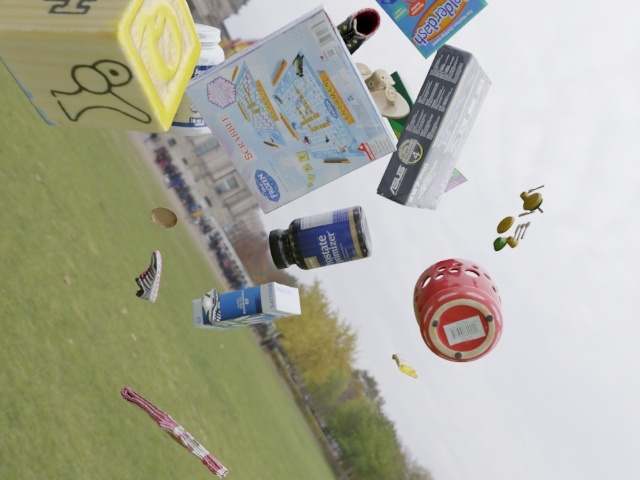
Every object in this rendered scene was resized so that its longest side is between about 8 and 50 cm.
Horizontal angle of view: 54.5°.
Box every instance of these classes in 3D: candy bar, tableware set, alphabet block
[{"bbox_3d":[0.167,0.247,1.235,0.040,0.018,0.161,23,-1,2],"label":"candy bar"},{"bbox_3d":[0.414,-0.043,1.291,0.024,0.154,0.104,38,-27,-17],"label":"tableware set"},{"bbox_3d":[-0.309,-0.286,0.885,0.192,0.197,0.193,78,21,-59],"label":"alphabet block"}]

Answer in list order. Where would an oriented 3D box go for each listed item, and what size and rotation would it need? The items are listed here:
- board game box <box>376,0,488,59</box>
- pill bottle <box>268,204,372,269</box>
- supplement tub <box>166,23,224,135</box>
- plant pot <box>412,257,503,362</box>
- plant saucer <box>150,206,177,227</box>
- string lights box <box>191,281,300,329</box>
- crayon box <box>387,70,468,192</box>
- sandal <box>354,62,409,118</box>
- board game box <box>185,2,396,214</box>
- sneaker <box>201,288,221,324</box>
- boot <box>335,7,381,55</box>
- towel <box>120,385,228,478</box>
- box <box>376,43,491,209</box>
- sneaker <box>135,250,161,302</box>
[{"bbox_3d":[0.202,-0.492,1.226,0.210,0.160,0.047,43,22,-16],"label":"board game box"},{"bbox_3d":[0.000,0.000,1.414,0.123,0.219,0.122,-12,90,-79],"label":"pill bottle"},{"bbox_3d":[-0.421,-0.507,1.944,0.228,0.228,0.316,-131,-136,-54],"label":"supplement tub"},{"bbox_3d":[0.293,0.150,1.322,0.191,0.191,0.174,61,14,-9],"label":"plant pot"},{"bbox_3d":[-0.476,-0.073,1.894,0.015,0.083,0.083,-85,159,-48],"label":"plant saucer"},{"bbox_3d":[-0.199,0.179,1.663,0.133,0.260,0.076,24,56,-61],"label":"string lights box"},{"bbox_3d":[0.337,-0.347,2.051,0.363,0.106,0.313,17,46,-61],"label":"crayon box"},{"bbox_3d":[0.132,-0.392,1.527,0.240,0.088,0.079,54,-16,38],"label":"sandal"},{"bbox_3d":[-0.056,-0.254,1.262,0.318,0.318,0.066,59,15,-25],"label":"board game box"},{"bbox_3d":[-0.278,0.173,1.566,0.040,0.044,0.109,53,20,-38],"label":"sneaker"},{"bbox_3d":[0.022,-0.450,1.451,0.085,0.236,0.179,55,-24,-9],"label":"boot"},{"bbox_3d":[-0.421,0.555,1.786,0.237,0.037,0.329,15,-34,44],"label":"towel"},{"bbox_3d":[0.306,-0.275,1.621,0.097,0.394,0.318,26,12,20],"label":"box"},{"bbox_3d":[-0.539,0.112,1.938,0.063,0.075,0.170,-116,-143,-69],"label":"sneaker"}]
